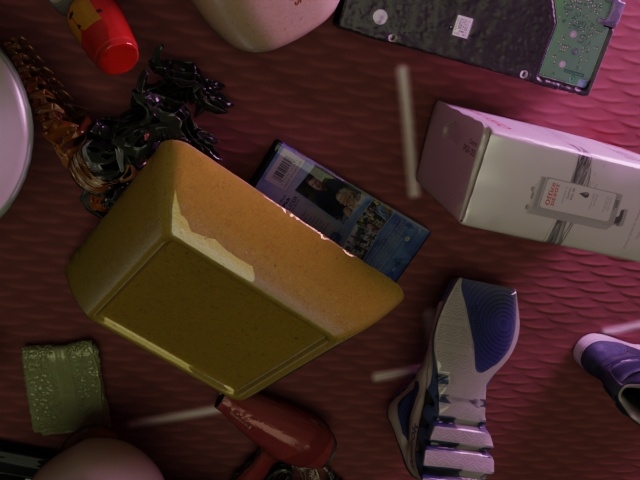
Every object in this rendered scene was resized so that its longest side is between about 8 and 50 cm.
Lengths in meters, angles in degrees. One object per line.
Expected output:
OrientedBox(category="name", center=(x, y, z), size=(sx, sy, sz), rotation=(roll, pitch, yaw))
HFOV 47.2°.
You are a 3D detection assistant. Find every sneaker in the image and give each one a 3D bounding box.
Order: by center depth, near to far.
OrientedBox(category="sneaker", center=(0.170, 0.209, 1.054), size=(0.127, 0.182, 0.315), rotation=(16, 78, -16))
OrientedBox(category="sneaker", center=(0.511, 0.215, 1.084), size=(0.226, 0.163, 0.086), rotation=(8, 108, -13))

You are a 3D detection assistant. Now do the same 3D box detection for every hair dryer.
OrientedBox(category="hair dryer", center=(-0.081, 0.336, 1.087), size=(0.223, 0.080, 0.293), rotation=(-17, 112, -1))

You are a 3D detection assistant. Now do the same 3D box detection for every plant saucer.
OrientedBox(category="plant saucer", center=(-0.126, 0.077, 0.891), size=(0.333, 0.081, 0.333), rotation=(34, 135, -18))

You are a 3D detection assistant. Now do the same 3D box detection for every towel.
OrientedBox(category="towel", center=(-0.357, 0.207, 1.025), size=(0.110, 0.027, 0.148), rotation=(-5, 113, -6))

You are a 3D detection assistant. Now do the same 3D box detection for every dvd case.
OrientedBox(category="dvd case", center=(0.000, 0.000, 1.001), size=(0.253, 0.022, 0.180), rotation=(29, 105, -18))

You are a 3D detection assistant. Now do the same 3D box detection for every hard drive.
OrientedBox(category="hard drive", center=(0.207, -0.330, 0.882), size=(0.339, 0.064, 0.237), rotation=(11, 109, -12))

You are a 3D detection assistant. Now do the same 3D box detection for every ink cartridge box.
OrientedBox(category="ink cartridge box", center=(0.284, -0.075, 0.914), size=(0.283, 0.207, 0.117), rotation=(11, 107, -12))

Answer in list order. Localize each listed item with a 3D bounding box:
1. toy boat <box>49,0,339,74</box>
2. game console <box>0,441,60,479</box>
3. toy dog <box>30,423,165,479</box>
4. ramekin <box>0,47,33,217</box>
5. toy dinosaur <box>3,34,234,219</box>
OrientedBox(category="toy boat", center=(-0.125, -0.295, 0.766), size=(0.318, 0.148, 0.267), rotation=(-28, 155, -9))
OrientedBox(category="game console", center=(-0.492, 0.347, 1.052), size=(0.361, 0.044, 0.213), rotation=(15, 110, -13))
OrientedBox(category="toy dog", center=(-0.229, 0.440, 0.970), size=(0.395, 0.284, 0.408), rotation=(-34, 118, 6))
OrientedBox(category="ramekin", center=(-0.451, -0.114, 0.753), size=(0.303, 0.148, 0.303), rotation=(-3, 96, -34))
OrientedBox(category="toy dinosaur", center=(-0.225, -0.103, 0.861), size=(0.218, 0.164, 0.322), rotation=(-31, 143, 23))
